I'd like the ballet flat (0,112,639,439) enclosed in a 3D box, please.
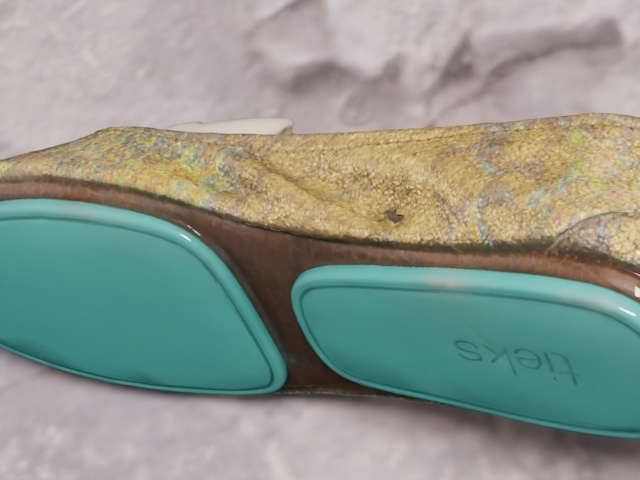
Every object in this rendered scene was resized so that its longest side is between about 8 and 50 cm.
[{"bbox_3d":[0.000,0.000,0.557,0.349,0.123,0.123,4,66,33],"label":"ballet flat"}]
